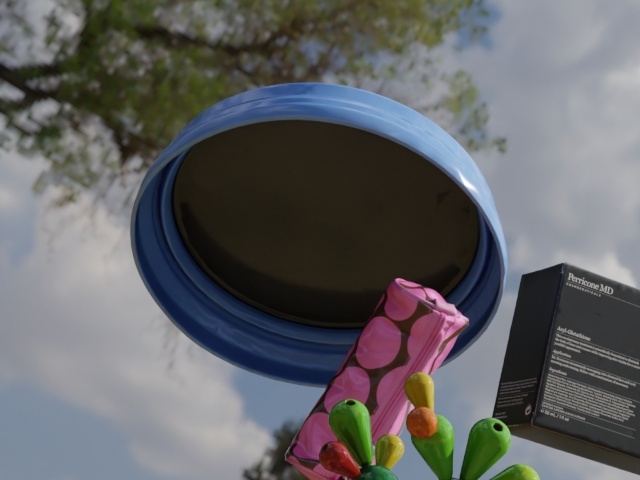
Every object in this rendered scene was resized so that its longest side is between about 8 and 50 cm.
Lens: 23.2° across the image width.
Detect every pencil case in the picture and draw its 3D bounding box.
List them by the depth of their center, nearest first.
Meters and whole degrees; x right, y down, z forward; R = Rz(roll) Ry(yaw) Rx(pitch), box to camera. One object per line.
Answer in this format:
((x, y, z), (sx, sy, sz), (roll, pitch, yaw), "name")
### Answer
((0.057, 0.137, 1.433), (0.095, 0.209, 0.098), (30, -5, -6), "pencil case")

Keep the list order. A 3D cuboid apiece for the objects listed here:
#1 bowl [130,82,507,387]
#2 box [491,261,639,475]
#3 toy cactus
((0.000, 0.000, 1.623), (0.391, 0.077, 0.391), (6, -46, 6), "bowl")
((0.337, 0.154, 1.719), (0.261, 0.184, 0.103), (20, -14, -18), "box")
((0.078, 0.201, 1.042), (0.219, 0.180, 0.112), (33, -1, 8), "toy cactus")
